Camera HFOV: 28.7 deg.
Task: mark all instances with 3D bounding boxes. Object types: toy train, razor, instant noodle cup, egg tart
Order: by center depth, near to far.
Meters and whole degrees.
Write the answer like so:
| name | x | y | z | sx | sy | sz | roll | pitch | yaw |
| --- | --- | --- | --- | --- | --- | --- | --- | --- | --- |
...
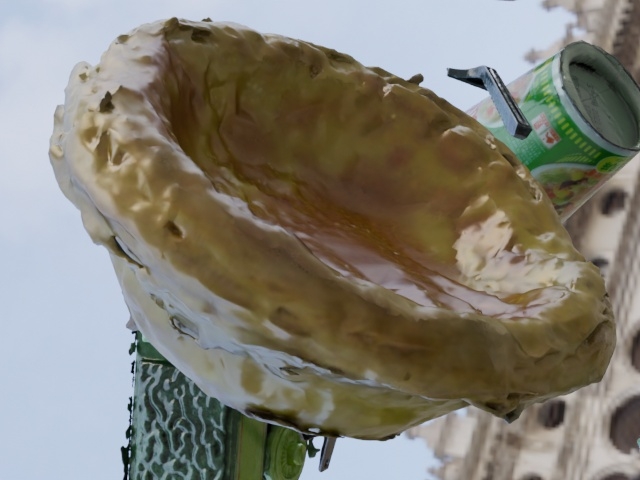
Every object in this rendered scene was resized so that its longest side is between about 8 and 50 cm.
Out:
| name | x | y | z | sx | sy | sz | roll | pitch | yaw |
| --- | --- | --- | --- | --- | --- | --- | --- | --- | --- |
| egg tart | 0.000 | 0.000 | 0.798 | 0.388 | 0.388 | 0.169 | -2 | -54 | -44 |
| razor | 0.184 | -0.149 | 1.302 | 0.066 | 0.190 | 0.033 | 18 | -69 | -16 |
| toy train | -0.105 | 0.166 | 1.318 | 0.188 | 0.159 | 0.271 | -3 | -82 | -66 |
| instant noodle cup | 0.253 | -0.103 | 1.441 | 0.207 | 0.233 | 0.207 | 22 | -131 | -28 |

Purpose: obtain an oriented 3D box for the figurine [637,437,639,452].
| name | x | y | z | sx | sy | sz | roll | pitch | yaw |
| --- | --- | --- | --- | --- | --- | --- | --- | --- | --- |
| figurine | 0.469 | 0.229 | 1.369 | 0.324 | 0.231 | 0.340 | 39 | -147 | -18 |

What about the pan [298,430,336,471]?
| name | x | y | z | sx | sy | sz | roll | pitch | yaw |
| --- | --- | --- | --- | --- | --- | --- | --- | --- | --- |
| pan | 0.002 | 0.169 | 1.275 | 0.128 | 0.202 | 0.048 | -6 | -130 | -48 |
